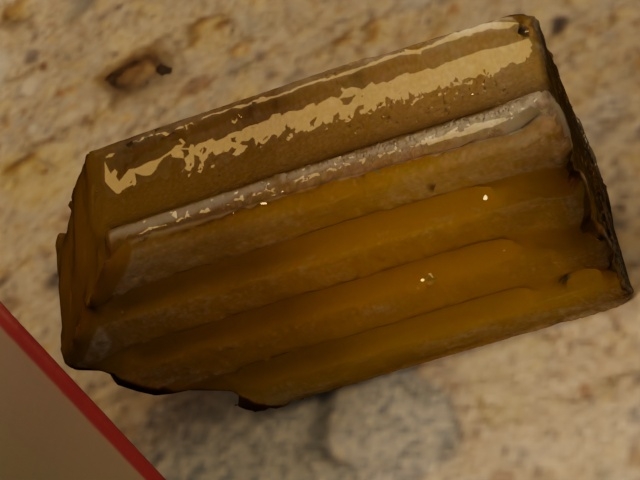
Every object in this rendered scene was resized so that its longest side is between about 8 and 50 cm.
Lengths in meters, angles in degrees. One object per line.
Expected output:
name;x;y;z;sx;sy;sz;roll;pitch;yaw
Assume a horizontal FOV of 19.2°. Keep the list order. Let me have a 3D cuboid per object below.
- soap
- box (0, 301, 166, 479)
soap;0.000;0.000;0.875;0.257;0.160;0.080;-16;52;12
box;-0.265;0.164;0.788;0.300;0.312;0.314;16;65;33
